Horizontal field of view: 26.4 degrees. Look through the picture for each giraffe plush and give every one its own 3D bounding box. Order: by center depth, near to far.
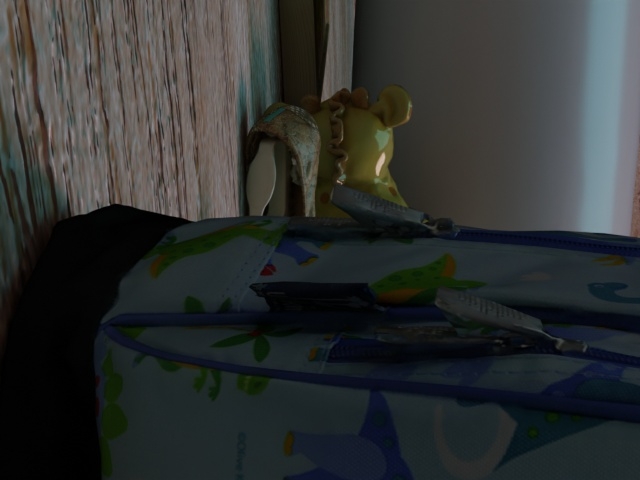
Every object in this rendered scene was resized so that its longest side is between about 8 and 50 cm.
[{"bbox_3d":[0.024,-0.053,1.233,0.210,0.181,0.170,-159,-124,-76],"label":"giraffe plush"}]

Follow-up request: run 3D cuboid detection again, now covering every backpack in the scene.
[{"bbox_3d":[0.072,0.128,0.440,0.273,0.355,0.290,-28,119,-85],"label":"backpack"}]

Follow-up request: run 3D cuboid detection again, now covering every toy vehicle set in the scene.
[{"bbox_3d":[-0.015,-0.259,1.523,0.267,0.035,0.166,-84,173,-58],"label":"toy vehicle set"}]

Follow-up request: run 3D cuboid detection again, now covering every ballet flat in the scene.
[{"bbox_3d":[-0.038,-0.006,1.110,0.067,0.073,0.206,-16,105,-58],"label":"ballet flat"}]

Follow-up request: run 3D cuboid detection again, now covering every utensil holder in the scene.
[{"bbox_3d":[0.191,-0.165,1.469,0.327,0.328,0.385,-38,131,-85],"label":"utensil holder"}]
